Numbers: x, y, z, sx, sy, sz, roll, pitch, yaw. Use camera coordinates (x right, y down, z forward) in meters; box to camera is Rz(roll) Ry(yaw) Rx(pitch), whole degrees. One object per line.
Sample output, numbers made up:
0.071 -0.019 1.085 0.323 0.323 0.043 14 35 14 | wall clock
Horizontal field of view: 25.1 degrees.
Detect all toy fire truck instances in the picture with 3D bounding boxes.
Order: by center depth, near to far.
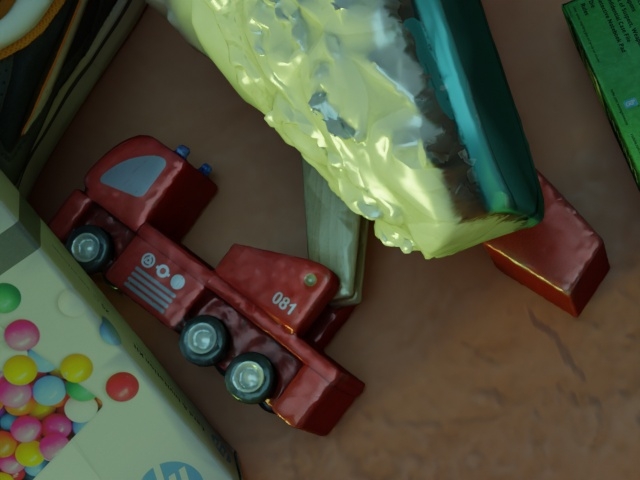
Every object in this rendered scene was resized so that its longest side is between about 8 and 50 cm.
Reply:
0.000 0.000 0.564 0.192 0.047 0.135 36 88 19 | toy fire truck

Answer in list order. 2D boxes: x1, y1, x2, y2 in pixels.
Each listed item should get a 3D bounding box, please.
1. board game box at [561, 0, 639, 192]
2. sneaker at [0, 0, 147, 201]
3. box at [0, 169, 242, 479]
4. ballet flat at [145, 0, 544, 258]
0.182 -0.014 0.478 0.136 0.030 0.260 -22 49 11 | board game box
-0.178 -0.032 0.577 0.126 0.127 0.321 21 85 16 | sneaker
-0.140 0.062 0.532 0.145 0.038 0.186 -33 115 5 | box
-0.019 -0.158 0.555 0.147 0.147 0.409 -15 62 10 | ballet flat
